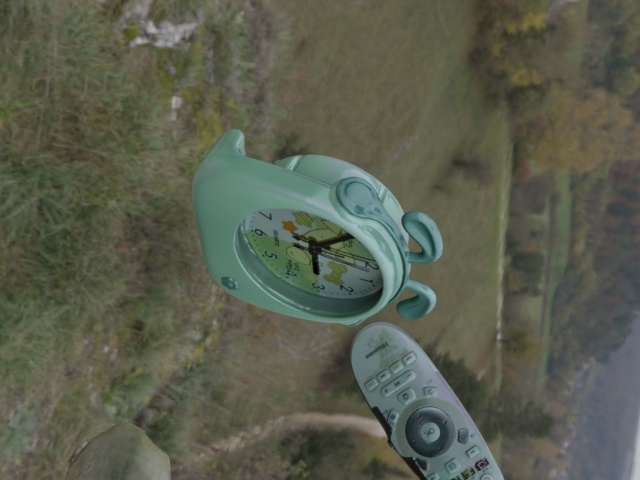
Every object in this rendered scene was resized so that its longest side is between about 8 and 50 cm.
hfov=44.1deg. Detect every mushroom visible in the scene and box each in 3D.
[{"bbox_3d":[-0.110,0.158,0.421,0.209,0.084,0.071,-106,-146,-72],"label":"mushroom"}]

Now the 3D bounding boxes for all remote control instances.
[{"bbox_3d":[0.121,0.210,0.922,0.256,0.097,0.045,59,10,16],"label":"remote control"}]

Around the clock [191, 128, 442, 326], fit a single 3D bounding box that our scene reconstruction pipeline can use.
[{"bbox_3d":[0.000,0.001,0.595,0.148,0.188,0.060,91,19,-48],"label":"clock"}]
